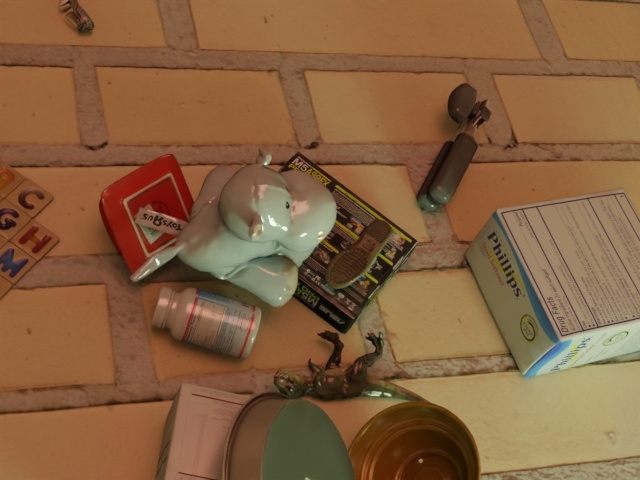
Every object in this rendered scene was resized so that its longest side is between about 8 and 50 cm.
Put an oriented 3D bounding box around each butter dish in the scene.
[{"bbox_3d":[-0.293,-0.041,1.818,0.160,0.118,0.160,-36,116,-37],"label":"butter dish"}]

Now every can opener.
[{"bbox_3d":[0.239,-0.182,2.104,0.095,0.076,0.283,41,52,-14],"label":"can opener"}]

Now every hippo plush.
[{"bbox_3d":[-0.105,-0.057,1.711,0.294,0.236,0.234,14,57,-23],"label":"hippo plush"}]

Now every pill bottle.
[{"bbox_3d":[-0.179,0.124,1.757,0.160,0.087,0.087,17,54,-7],"label":"pill bottle"}]

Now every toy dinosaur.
[{"bbox_3d":[0.050,0.205,1.800,0.268,0.064,0.118,7,70,-15],"label":"toy dinosaur"}]

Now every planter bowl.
[{"bbox_3d":[0.149,0.357,1.688,0.217,0.090,0.217,-11,63,22],"label":"planter bowl"}]

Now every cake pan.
[{"bbox_3d":[-0.032,0.351,1.565,0.293,0.054,0.293,36,47,-50],"label":"cake pan"}]

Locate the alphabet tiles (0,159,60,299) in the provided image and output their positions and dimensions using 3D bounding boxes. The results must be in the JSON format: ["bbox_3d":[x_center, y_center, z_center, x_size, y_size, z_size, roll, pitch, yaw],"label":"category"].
[{"bbox_3d":[-0.591,-0.010,1.752,0.285,0.011,0.342,34,53,6],"label":"alphabet tiles"}]

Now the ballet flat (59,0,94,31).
[{"bbox_3d":[-0.454,-0.425,2.060,0.041,0.041,0.114,-20,65,-29],"label":"ballet flat"}]

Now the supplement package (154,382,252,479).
[{"bbox_3d":[-0.162,0.347,1.585,0.139,0.134,0.244,14,54,-10],"label":"supplement package"}]

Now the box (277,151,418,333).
[{"bbox_3d":[0.000,0.000,1.919,0.270,0.060,0.216,37,53,6],"label":"box"}]

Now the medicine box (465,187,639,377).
[{"bbox_3d":[0.446,0.070,1.970,0.289,0.149,0.263,-10,61,-24],"label":"medicine box"}]

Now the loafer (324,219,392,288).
[{"bbox_3d":[0.064,0.029,1.856,0.056,0.050,0.148,42,70,14],"label":"loafer"}]
